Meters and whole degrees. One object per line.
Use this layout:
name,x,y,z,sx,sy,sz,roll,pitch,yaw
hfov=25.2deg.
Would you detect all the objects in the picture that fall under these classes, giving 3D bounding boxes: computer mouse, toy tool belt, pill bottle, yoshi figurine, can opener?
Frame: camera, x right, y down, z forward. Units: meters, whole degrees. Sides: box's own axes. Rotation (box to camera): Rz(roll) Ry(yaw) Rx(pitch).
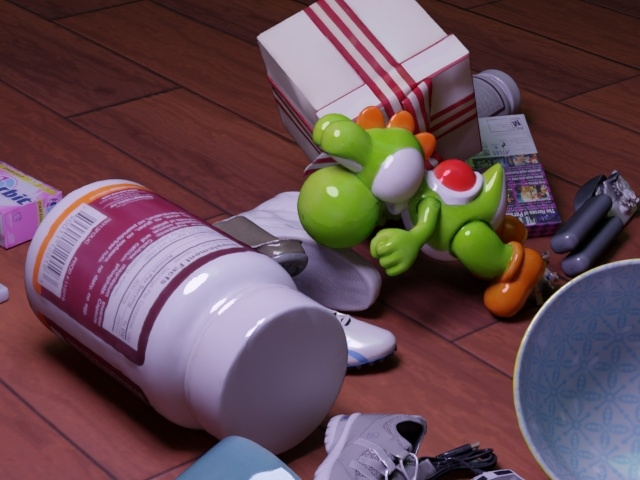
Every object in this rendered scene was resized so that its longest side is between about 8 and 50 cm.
computer mouse,0.189,0.278,1.543,0.106,0.042,0.193,-11,23,-30
toy tool belt,0.305,0.055,1.981,0.051,0.052,0.083,47,44,5
pill bottle,-0.163,0.088,1.709,0.224,0.224,0.392,-21,34,-35
yoshi figurine,0.111,-0.022,1.897,0.203,0.362,0.203,-22,42,52
can opener,0.404,-0.025,2.124,0.093,0.074,0.280,-25,10,34
pill bottle,0.243,-0.209,2.406,0.121,0.121,0.221,17,31,30

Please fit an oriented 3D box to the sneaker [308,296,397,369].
sneaker,-0.017,0.107,1.826,0.237,0.086,0.085,11,28,18

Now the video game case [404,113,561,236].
video game case,0.225,-0.092,2.163,0.232,0.042,0.210,-6,57,-12

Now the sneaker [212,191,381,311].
sneaker,0.000,0.000,2.011,0.292,0.108,0.169,20,36,36

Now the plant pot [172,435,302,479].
plant pot,-0.092,0.344,1.159,0.235,0.293,0.293,-31,39,-24

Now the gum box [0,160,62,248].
gum box,-0.489,-0.060,2.171,0.188,0.062,0.107,24,35,38

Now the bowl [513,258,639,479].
bowl,0.357,0.178,1.576,0.289,0.289,0.156,5,-16,8

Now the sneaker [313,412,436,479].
sneaker,0.062,0.253,1.487,0.115,0.105,0.281,-16,25,10

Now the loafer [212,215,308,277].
loafer,-0.115,0.009,1.919,0.094,0.087,0.251,4,-5,-43

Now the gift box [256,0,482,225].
gift box,0.066,-0.182,2.043,0.276,0.255,0.258,-34,56,-6

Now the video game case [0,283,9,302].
video game case,-0.560,0.069,1.965,0.183,0.023,0.201,-23,36,-38
